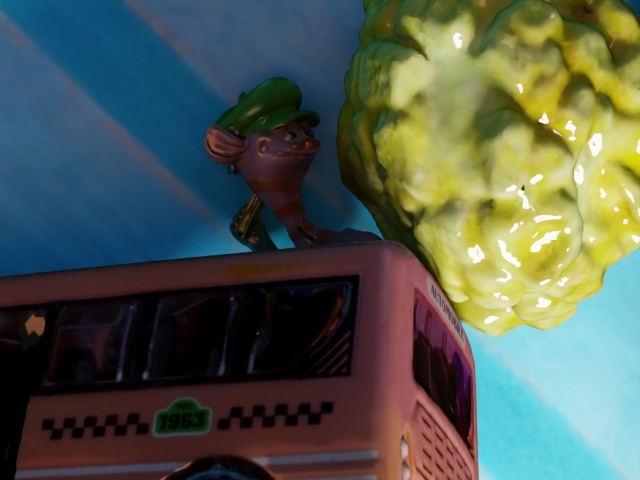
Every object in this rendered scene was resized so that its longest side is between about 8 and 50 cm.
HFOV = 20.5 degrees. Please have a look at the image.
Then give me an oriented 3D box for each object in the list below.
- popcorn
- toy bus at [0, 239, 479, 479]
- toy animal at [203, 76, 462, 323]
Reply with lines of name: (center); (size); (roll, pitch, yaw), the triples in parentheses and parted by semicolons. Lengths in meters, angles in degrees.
popcorn: (0.106, -0.064, 1.051); (0.181, 0.217, 0.235); (-31, 129, -21)
toy bus: (-0.126, 0.131, 1.034); (0.427, 0.203, 0.233); (-5, 61, 19)
toy animal: (0.000, 0.000, 1.129); (0.208, 0.100, 0.103); (49, 138, -10)
